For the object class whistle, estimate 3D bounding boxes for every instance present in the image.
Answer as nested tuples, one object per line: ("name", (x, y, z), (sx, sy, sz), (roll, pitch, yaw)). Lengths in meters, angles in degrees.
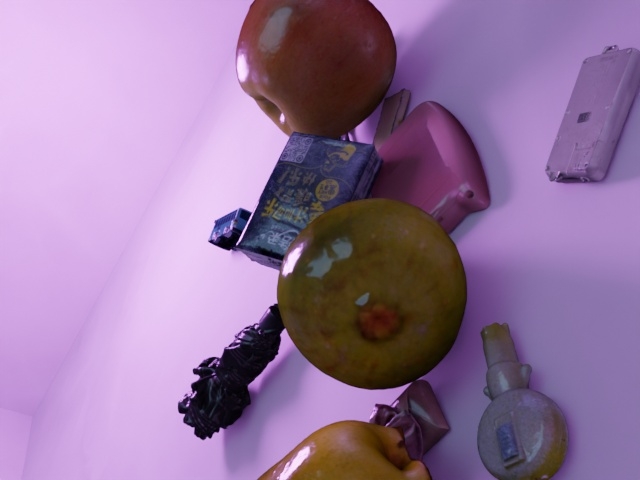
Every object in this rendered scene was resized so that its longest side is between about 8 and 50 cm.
("whistle", (0.214, 0.177, 0.711), (0.104, 0.057, 0.198), (-43, 34, 35))

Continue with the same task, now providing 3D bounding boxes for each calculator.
("calculator", (0.165, -0.112, 1.074), (0.220, 0.048, 0.330), (-50, 31, 28))

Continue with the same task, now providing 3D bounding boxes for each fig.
("fig", (0.066, 0.068, 0.895), (0.258, 0.258, 0.326), (-63, 7, 1))

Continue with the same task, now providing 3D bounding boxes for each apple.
("apple", (-0.019, -0.370, 1.301), (0.305, 0.338, 0.338), (-52, 27, 8))

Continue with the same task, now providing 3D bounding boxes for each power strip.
("power strip", (0.349, -0.158, 0.799), (0.081, 0.035, 0.192), (7, 72, 62))

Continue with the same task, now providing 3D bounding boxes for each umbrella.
("umbrella", (-0.175, 0.268, 1.263), (0.337, 0.128, 0.154), (-48, 30, 31))

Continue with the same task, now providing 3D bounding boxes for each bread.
("bread", (0.139, -0.229, 1.263), (0.068, 0.028, 0.154), (-13, 56, 58))

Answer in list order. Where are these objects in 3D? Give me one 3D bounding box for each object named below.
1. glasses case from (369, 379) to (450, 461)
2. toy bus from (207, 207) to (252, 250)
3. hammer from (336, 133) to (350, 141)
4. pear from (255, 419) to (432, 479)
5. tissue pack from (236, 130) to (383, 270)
("glasses case", (0.084, 0.283, 0.841), (0.193, 0.070, 0.102), (-52, 29, 22))
("toy bus", (-0.237, -0.029, 1.719), (0.160, 0.079, 0.092), (-20, 50, 54))
("hammer", (0.065, -0.208, 1.388), (0.078, 0.021, 0.201), (-48, 30, 30))
("pear", (-0.028, 0.388, 0.687), (0.340, 0.191, 0.387), (-152, 75, -77))
("tissue pack", (-0.020, -0.067, 1.137), (0.185, 0.081, 0.257), (15, 73, 32))
